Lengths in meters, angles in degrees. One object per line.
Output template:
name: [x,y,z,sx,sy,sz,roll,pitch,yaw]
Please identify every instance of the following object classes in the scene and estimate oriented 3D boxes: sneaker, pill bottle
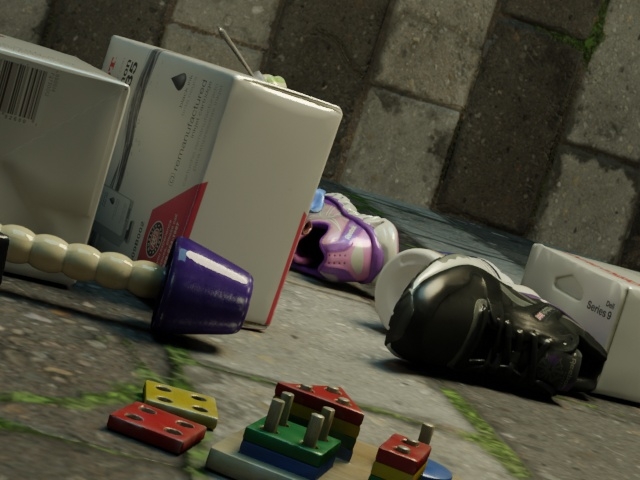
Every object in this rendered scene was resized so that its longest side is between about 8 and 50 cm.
sneaker: [0.000,0.000,1.613,0.105,0.095,0.236,-6,12,-24]
pill bottle: [0.137,0.060,1.394,0.094,0.094,0.169,22,7,34]
sneaker: [0.178,0.088,1.255,0.124,0.107,0.283,29,12,36]

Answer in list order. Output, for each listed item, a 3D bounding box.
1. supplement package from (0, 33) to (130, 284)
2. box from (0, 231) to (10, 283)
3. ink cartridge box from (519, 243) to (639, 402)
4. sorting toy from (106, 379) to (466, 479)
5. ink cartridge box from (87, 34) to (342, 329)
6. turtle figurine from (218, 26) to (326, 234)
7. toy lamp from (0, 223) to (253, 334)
supplement package: [-0.297,-0.092,1.185,0.178,0.175,0.293,14,7,-21]
box: [-0.282,0.012,0.716,0.158,0.093,0.156,20,7,31]
ink cartridge box: [0.381,0.110,1.489,0.289,0.121,0.211,15,7,-21]
sorting toy: [0.011,0.119,0.787,0.275,0.046,0.132,18,6,14]
ink cartridge box: [-0.124,-0.062,1.242,0.117,0.207,0.283,15,6,-33]
turtle figurine: [-0.132,-0.114,1.561,0.275,0.197,0.266,22,-10,-19]
toy lamp: [-0.187,0.014,1.019,0.275,0.080,0.080,15,7,-11]
